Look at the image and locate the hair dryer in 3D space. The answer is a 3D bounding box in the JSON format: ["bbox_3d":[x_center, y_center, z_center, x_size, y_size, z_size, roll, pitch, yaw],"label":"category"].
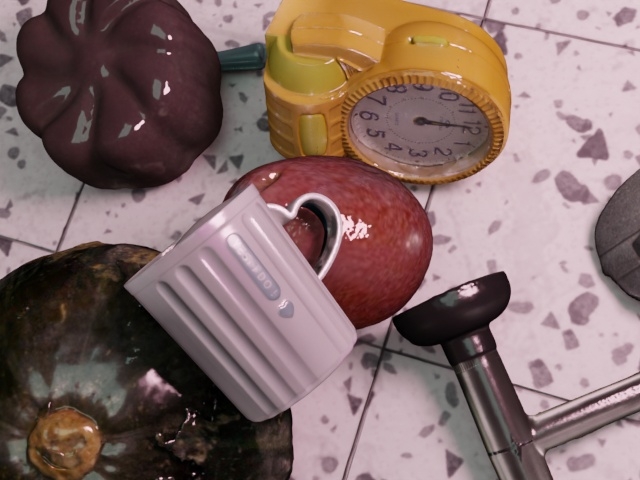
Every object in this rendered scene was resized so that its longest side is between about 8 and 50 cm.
[{"bbox_3d":[0.288,0.167,1.261,0.284,0.156,0.320,-29,84,-20],"label":"hair dryer"}]

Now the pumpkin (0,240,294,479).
[{"bbox_3d":[-0.256,0.223,1.185,0.454,0.344,0.454,0,78,0],"label":"pumpkin"}]

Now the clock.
[{"bbox_3d":[0.093,-0.198,1.309,0.317,0.244,0.200,9,60,9],"label":"clock"}]

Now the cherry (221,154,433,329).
[{"bbox_3d":[0.000,0.000,1.241,0.261,0.307,0.221,14,90,37],"label":"cherry"}]

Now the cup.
[{"bbox_3d":[-0.056,0.051,1.034,0.221,0.167,0.202,-38,97,2],"label":"cup"}]

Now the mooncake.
[{"bbox_3d":[-0.290,-0.225,1.406,0.306,0.154,0.306,-4,77,19],"label":"mooncake"}]

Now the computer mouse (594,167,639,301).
[{"bbox_3d":[0.528,-0.051,1.250,0.374,0.114,0.203,-28,72,2],"label":"computer mouse"}]

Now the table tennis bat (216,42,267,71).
[{"bbox_3d":[-0.196,-0.258,1.481,0.244,0.040,0.153,-6,75,13],"label":"table tennis bat"}]
